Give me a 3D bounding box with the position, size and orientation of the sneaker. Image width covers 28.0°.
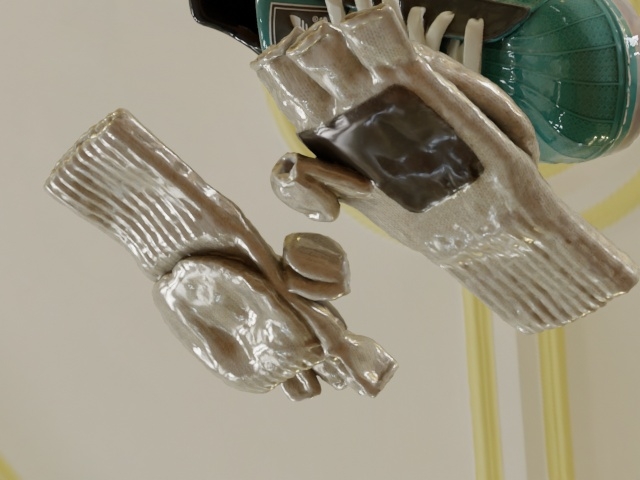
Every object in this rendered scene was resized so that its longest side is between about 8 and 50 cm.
[{"bbox_3d":[0.036,-0.103,0.681,0.121,0.302,0.108,-13,-65,-31],"label":"sneaker"}]

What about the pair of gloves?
[{"bbox_3d":[0.000,0.000,0.613,0.240,0.042,0.204,-23,-59,36],"label":"pair of gloves"}]
